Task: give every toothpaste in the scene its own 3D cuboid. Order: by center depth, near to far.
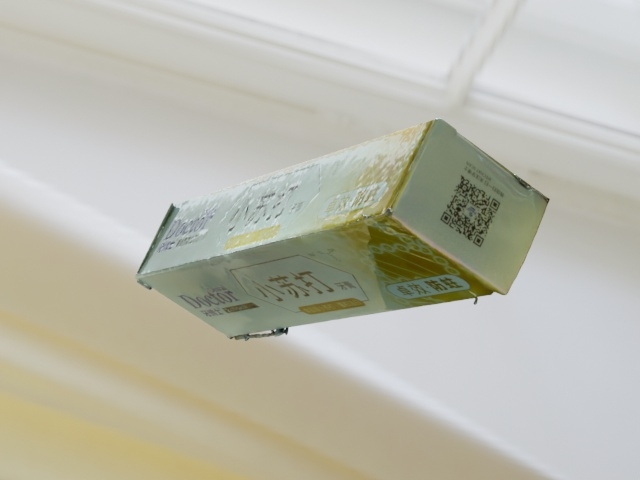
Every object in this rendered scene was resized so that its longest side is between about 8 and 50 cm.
[{"bbox_3d":[0.000,0.000,1.025,0.313,0.089,0.071,-13,48,60],"label":"toothpaste"}]

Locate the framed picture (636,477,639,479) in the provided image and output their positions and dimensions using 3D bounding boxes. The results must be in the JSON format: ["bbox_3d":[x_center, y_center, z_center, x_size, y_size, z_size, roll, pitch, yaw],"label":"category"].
[{"bbox_3d":[0.334,0.333,1.555,0.192,0.265,0.018,-23,-28,-52],"label":"framed picture"}]
